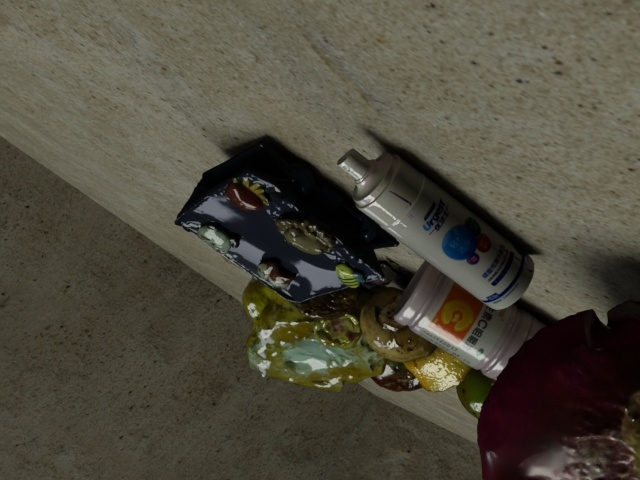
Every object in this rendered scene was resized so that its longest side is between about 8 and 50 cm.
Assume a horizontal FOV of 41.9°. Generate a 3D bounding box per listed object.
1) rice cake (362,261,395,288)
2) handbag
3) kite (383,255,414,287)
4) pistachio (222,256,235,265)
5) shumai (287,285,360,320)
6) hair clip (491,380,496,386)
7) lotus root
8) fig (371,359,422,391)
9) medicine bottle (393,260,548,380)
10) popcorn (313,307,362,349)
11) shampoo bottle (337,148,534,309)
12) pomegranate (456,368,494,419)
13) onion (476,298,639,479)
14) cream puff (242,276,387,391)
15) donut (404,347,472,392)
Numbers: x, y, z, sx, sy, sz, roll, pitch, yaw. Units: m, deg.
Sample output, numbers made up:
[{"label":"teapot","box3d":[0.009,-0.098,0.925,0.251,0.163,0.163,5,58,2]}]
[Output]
[{"label":"rice cake","box3d":[0.110,0.074,1.720,0.047,0.036,0.206,46,169,-4]},{"label":"handbag","box3d":[-0.064,-0.020,1.452,0.303,0.122,0.329,35,155,-21]},{"label":"kite","box3d":[0.205,0.099,1.651,0.241,0.014,0.183,36,167,-17]},{"label":"pistachio","box3d":[-0.154,-0.010,1.799,0.153,0.138,0.238,-2,-178,-22]},{"label":"shumai","box3d":[0.013,0.103,1.667,0.139,0.123,0.105,-2,161,30]},{"label":"hair clip","box3d":[0.434,0.280,1.638,0.282,0.113,0.172,32,170,-31]},{"label":"lotus root","box3d":[0.164,0.173,1.679,0.160,0.146,0.284,36,173,18]},{"label":"fig","box3d":[0.199,0.289,2.099,0.181,0.181,0.191,39,-172,-33]},{"label":"medicine bottle","box3d":[0.258,0.140,1.400,0.249,0.133,0.133,32,168,-1]},{"label":"popcorn","box3d":[0.039,0.173,1.711,0.109,0.097,0.089,32,-163,-18]},{"label":"shampoo bottle","box3d":[0.147,-0.024,1.101,0.303,0.092,0.092,36,167,-20]},{"label":"pomegranate","box3d":[0.374,0.301,1.785,0.159,0.159,0.205,28,141,16]},{"label":"onion","box3d":[0.396,0.251,1.078,0.398,0.398,0.420,31,-170,-1]},{"label":"cream puff","box3d":[-0.016,0.169,1.953,0.378,0.276,0.378,7,138,6]},{"label":"donut","box3d":[0.251,0.247,1.809,0.101,0.152,0.259,36,167,-19]}]
